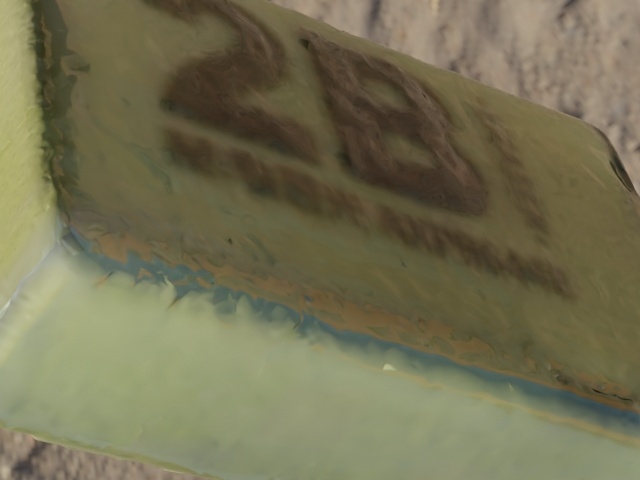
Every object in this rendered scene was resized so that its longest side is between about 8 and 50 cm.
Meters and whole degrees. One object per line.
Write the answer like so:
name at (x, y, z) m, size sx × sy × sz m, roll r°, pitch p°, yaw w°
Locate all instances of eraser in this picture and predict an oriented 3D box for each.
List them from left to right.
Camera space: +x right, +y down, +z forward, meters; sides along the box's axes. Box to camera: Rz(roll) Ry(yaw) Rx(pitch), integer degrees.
eraser at (0.000, 0.000, 0.414) m, size 0.172 × 0.117 × 0.058 m, roll 18°, pitch 126°, yaw -29°
